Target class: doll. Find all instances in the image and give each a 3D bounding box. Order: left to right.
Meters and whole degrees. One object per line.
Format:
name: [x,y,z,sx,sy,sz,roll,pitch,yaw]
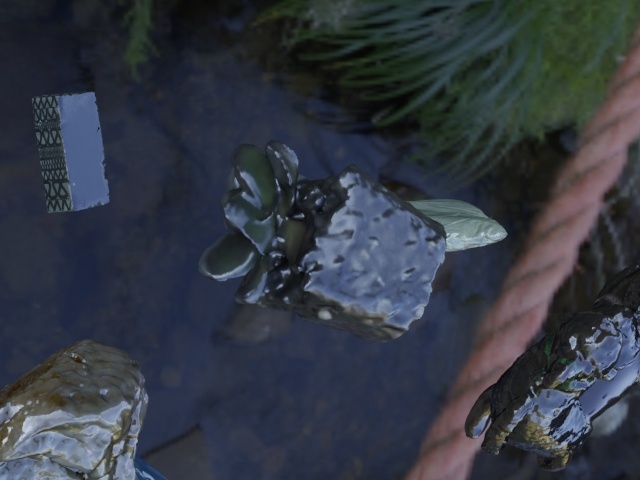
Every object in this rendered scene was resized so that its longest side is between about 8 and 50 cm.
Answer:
doll: [0.129,0.059,0.629,0.139,0.057,0.165,-37,163,-8]

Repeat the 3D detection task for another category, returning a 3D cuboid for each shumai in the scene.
shumai: [-0.235,0.209,1.273,0.184,0.218,0.185,-31,97,-3]

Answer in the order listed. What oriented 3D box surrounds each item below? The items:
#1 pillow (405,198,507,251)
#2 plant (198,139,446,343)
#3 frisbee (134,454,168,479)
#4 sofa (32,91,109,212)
pillow: [0.152,-0.025,2.167,0.281,0.274,0.076,-99,-176,-82]
plant: [0.000,0.000,1.568,0.276,0.188,0.199,25,74,-8]
frisbee: [-0.221,0.328,1.672,0.049,0.289,0.289,-48,128,-28]
sofa: [-0.250,-0.090,1.319,0.060,0.039,0.118,-18,104,-56]
